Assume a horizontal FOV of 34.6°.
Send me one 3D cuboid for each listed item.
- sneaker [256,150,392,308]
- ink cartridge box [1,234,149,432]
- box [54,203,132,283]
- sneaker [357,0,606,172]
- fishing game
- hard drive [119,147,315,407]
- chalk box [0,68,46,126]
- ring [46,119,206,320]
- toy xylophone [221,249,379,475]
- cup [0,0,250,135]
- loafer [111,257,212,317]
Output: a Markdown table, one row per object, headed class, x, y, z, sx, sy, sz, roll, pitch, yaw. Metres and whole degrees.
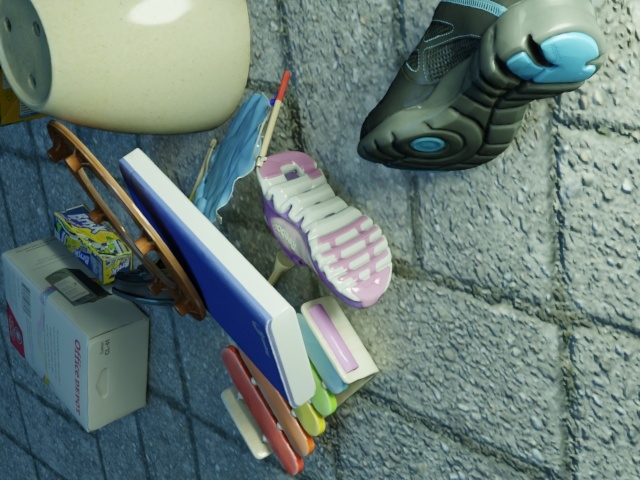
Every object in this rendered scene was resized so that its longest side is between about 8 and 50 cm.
| class | x | y | z | sx | sy | sz | roll | pitch | yaw |
| --- | --- | --- | --- | --- | --- | --- | --- | --- | --- |
| sneaker | 0.000 | 0.000 | 1.253 | 0.236 | 0.095 | 0.104 | 52 | 146 | 30 |
| ink cartridge box | -0.448 | 0.164 | 1.875 | 0.306 | 0.131 | 0.226 | 36 | 133 | 34 |
| box | -0.396 | 0.005 | 1.784 | 0.169 | 0.059 | 0.054 | 38 | 134 | 35 |
| sneaker | 0.144 | -0.166 | 0.982 | 0.341 | 0.125 | 0.139 | -33 | 53 | 57 |
| fishing game | -0.106 | -0.099 | 1.303 | 0.264 | 0.041 | 0.189 | -33 | 37 | 56 |
| hard drive | -0.129 | 0.047 | 1.283 | 0.319 | 0.040 | 0.210 | 44 | 161 | 32 |
| chalk box | -0.505 | -0.339 | 1.648 | 0.289 | 0.180 | 0.179 | 40 | 135 | 34 |
| ring | -0.270 | -0.018 | 1.390 | 0.336 | 0.032 | 0.336 | 47 | 166 | 15 |
| toy xylophone | -0.044 | 0.163 | 1.395 | 0.236 | 0.081 | 0.322 | 53 | 141 | 21 |
| cup | -0.285 | -0.276 | 1.346 | 0.331 | 0.237 | 0.331 | 29 | 129 | 42 |
| loafer | -0.222 | 0.061 | 1.583 | 0.268 | 0.096 | 0.084 | 8 | 94 | 43 |
